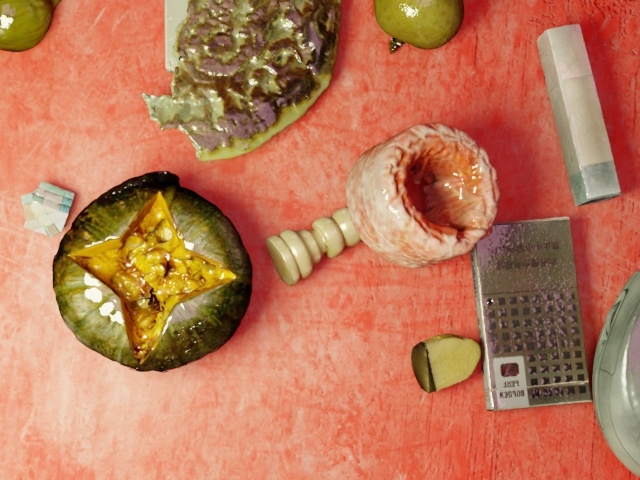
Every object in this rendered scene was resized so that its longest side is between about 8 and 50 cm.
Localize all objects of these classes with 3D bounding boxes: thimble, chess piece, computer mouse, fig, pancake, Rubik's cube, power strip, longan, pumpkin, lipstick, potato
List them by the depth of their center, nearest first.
[{"bbox_3d":[-0.267,0.059,1.483,0.321,0.192,0.320,1,82,-8],"label":"pumpkin"},{"bbox_3d":[0.170,-0.073,1.538,0.239,0.162,0.239,6,77,-27],"label":"thimble"},{"bbox_3d":[-0.456,-0.049,1.540,0.084,0.075,0.073,29,125,-2],"label":"Rubik's cube"},{"bbox_3d":[0.522,0.213,1.552,0.122,0.188,0.370,5,81,0],"label":"computer mouse"},{"bbox_3d":[0.000,0.000,1.579,0.170,0.094,0.094,-28,86,-17],"label":"chess piece"},{"bbox_3d":[0.214,0.199,1.580,0.103,0.066,0.096,-9,107,-16],"label":"potato"},{"bbox_3d":[-0.485,-0.411,1.585,0.124,0.124,0.236,43,56,1],"label":"fig"},{"bbox_3d":[-0.125,-0.325,1.606,0.305,0.067,0.426,15,80,-7],"label":"pancake"},{"bbox_3d":[-0.232,-0.381,1.627,0.082,0.035,0.192,-1,82,-8],"label":"power strip"},{"bbox_3d":[0.169,-0.401,1.629,0.155,0.176,0.145,43,37,22],"label":"longan"},{"bbox_3d":[0.461,-0.224,1.663,0.068,0.066,0.317,-11,83,-6],"label":"lipstick"}]

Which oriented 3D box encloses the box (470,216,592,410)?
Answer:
[{"bbox_3d":[0.361,0.126,1.613,0.180,0.047,0.324,-4,83,-7],"label":"box"}]
